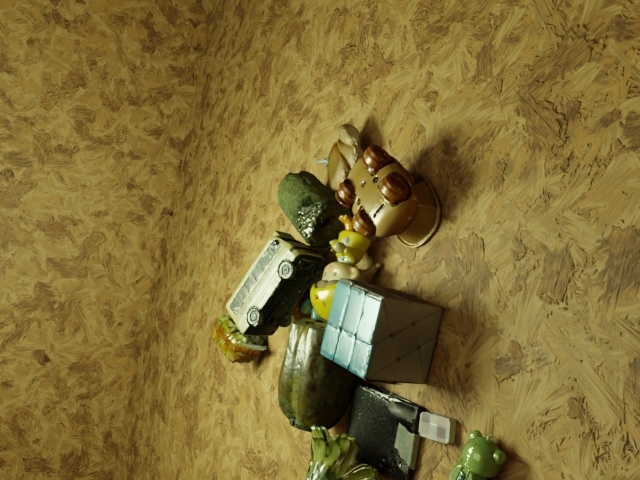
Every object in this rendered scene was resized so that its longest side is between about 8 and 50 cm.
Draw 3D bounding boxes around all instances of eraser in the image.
[{"bbox_3d":[0.300,0.480,1.453,0.105,0.026,0.064,-4,79,56],"label":"eraser"}]

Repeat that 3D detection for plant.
[{"bbox_3d":[0.009,0.690,1.605,0.297,0.305,0.261,-37,6,-9],"label":"plant"}]

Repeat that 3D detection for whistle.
[{"bbox_3d":[0.350,0.546,1.300,0.105,0.085,0.227,33,106,56],"label":"whistle"}]

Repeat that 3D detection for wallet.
[{"bbox_3d":[0.171,0.535,1.594,0.262,0.072,0.220,9,85,50],"label":"wallet"}]

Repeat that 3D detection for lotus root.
[{"bbox_3d":[-0.005,0.417,1.743,0.251,0.251,0.345,6,84,57],"label":"lotus root"}]

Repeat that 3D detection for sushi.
[{"bbox_3d":[-0.319,0.397,2.271,0.274,0.184,0.139,48,124,46],"label":"sushi"}]

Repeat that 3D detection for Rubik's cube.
[{"bbox_3d":[0.166,0.248,1.555,0.225,0.222,0.230,14,91,58],"label":"Rubik's cube"}]

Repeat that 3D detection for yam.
[{"bbox_3d":[-0.024,-0.107,1.987,0.195,0.195,0.300,-64,34,18],"label":"yam"}]

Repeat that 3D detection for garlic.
[{"bbox_3d":[0.095,-0.261,1.951,0.227,0.110,0.217,-96,25,-44],"label":"garlic"}]

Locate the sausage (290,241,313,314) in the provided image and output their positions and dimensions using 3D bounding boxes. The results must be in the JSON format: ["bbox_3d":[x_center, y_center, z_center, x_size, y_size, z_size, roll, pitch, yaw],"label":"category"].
[{"bbox_3d":[-0.092,0.138,2.082,0.109,0.109,0.270,5,83,57],"label":"sausage"}]

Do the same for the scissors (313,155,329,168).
[{"bbox_3d":[0.011,-0.303,2.168,0.119,0.014,0.058,16,88,54],"label":"scissors"}]

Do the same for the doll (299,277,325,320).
[{"bbox_3d":[-0.017,0.196,1.996,0.159,0.059,0.158,38,112,56],"label":"doll"}]

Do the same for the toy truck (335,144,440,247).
[{"bbox_3d":[0.196,-0.123,1.653,0.204,0.212,0.287,-53,44,31],"label":"toy truck"}]

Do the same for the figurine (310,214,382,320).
[{"bbox_3d":[0.086,0.092,1.776,0.215,0.187,0.343,-5,67,65],"label":"figurine"}]

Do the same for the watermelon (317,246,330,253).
[{"bbox_3d":[0.000,0.000,2.034,0.085,0.061,0.085,-7,81,50],"label":"watermelon"}]

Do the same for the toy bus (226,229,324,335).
[{"bbox_3d":[-0.161,0.151,1.962,0.202,0.177,0.365,46,109,35],"label":"toy bus"}]
